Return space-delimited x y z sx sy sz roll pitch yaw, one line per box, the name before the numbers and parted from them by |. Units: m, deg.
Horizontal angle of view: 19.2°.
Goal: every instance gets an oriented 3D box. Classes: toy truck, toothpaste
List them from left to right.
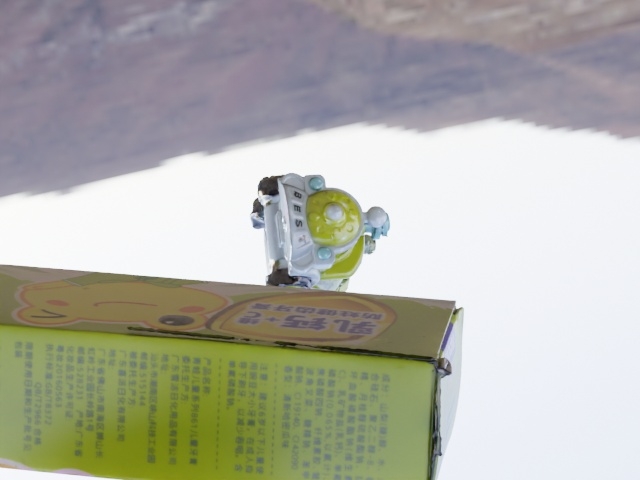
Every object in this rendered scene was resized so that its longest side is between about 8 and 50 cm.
toothpaste | -0.094 0.066 0.946 0.327 0.077 0.110 5 -168 8
toy truck | 0.000 0.000 1.152 0.077 0.076 0.111 -3 164 -10
